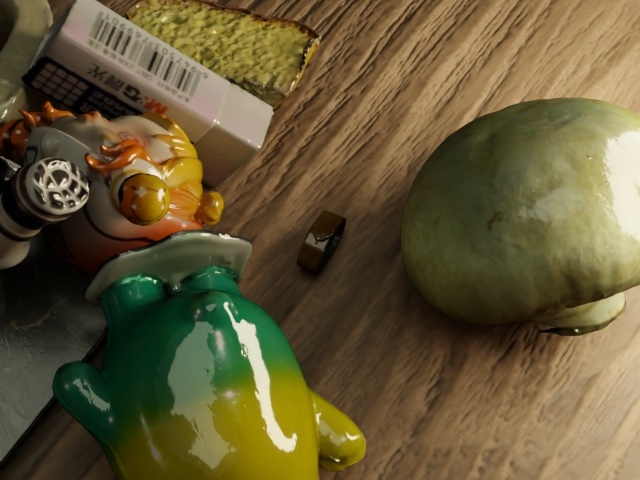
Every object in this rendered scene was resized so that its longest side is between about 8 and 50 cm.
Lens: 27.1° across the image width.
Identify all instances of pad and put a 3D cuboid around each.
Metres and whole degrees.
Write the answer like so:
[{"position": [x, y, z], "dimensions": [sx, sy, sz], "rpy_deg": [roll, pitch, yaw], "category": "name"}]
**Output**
[{"position": [-0.424, 0.136, 1.524], "dimensions": [0.247, 0.007, 0.367], "rpy_deg": [35, 65, 4], "category": "pad"}]

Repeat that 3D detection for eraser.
[{"position": [-0.210, -0.180, 1.638], "dimensions": [0.287, 0.130, 0.086], "rpy_deg": [29, 56, -20], "category": "eraser"}]

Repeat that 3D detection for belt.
[{"position": [0.000, 0.000, 1.647], "dimensions": [0.036, 0.059, 0.083], "rpy_deg": [24, 63, 12], "category": "belt"}]

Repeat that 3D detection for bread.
[{"position": [-0.131, -0.227, 1.738], "dimensions": [0.260, 0.134, 0.129], "rpy_deg": [12, 62, 12], "category": "bread"}]

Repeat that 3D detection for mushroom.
[{"position": [0.260, -0.025, 1.549], "dimensions": [0.352, 0.260, 0.352], "rpy_deg": [-13, 24, 6], "category": "mushroom"}]

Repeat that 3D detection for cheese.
[{"position": [-0.495, -0.207, 1.707], "dimensions": [0.292, 0.153, 0.332], "rpy_deg": [28, 62, 14], "category": "cheese"}]

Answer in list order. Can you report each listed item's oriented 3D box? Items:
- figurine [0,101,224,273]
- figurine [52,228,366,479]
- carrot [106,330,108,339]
[{"position": [-0.267, -0.054, 1.536], "dimensions": [0.323, 0.196, 0.320], "rpy_deg": [-2, 19, -42], "category": "figurine"}, {"position": [-0.123, 0.174, 1.446], "dimensions": [0.323, 0.231, 0.340], "rpy_deg": [-8, 60, -25], "category": "figurine"}, {"position": [-0.240, 0.115, 1.591], "dimensions": [0.035, 0.036, 0.165], "rpy_deg": [-11, 58, -7], "category": "carrot"}]
